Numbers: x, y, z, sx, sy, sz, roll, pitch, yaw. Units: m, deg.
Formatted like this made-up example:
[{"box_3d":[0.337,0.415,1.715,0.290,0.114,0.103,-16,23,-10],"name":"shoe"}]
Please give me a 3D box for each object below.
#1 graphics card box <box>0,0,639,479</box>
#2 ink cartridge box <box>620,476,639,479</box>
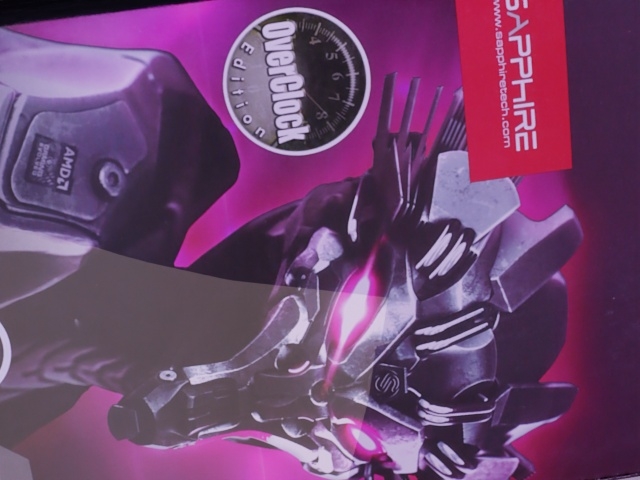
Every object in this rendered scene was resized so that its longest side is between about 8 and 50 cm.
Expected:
[{"box_3d":[0.000,0.000,0.525,0.370,0.094,0.233,-7,109,-3],"name":"graphics card box"},{"box_3d":[0.210,0.116,0.809,0.219,0.093,0.160,9,145,-4],"name":"ink cartridge box"}]
